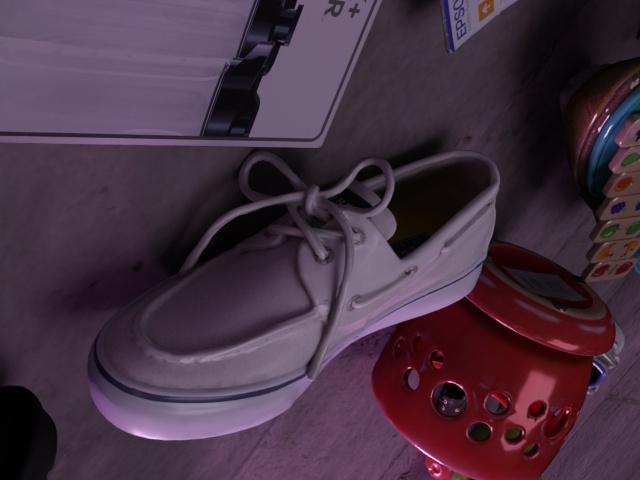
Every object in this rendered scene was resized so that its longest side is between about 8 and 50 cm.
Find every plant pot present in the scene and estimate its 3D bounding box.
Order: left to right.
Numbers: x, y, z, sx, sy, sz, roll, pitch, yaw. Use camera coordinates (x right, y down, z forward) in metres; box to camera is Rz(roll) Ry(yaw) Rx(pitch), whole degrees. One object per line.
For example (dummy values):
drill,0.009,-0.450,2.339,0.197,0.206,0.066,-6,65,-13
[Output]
plant pot,0.165,0.102,0.840,0.191,0.191,0.174,1,120,-46

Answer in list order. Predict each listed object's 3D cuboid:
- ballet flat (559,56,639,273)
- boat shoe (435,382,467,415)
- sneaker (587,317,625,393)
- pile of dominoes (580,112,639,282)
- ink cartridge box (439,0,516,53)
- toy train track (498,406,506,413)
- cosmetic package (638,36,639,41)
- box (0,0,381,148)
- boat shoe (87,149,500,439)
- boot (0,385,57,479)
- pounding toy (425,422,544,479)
ballet flat,0.278,-0.086,0.817,0.116,0.124,0.342,-30,146,11
boat shoe,0.156,0.181,1.034,0.042,0.049,0.133,31,110,-26
sneaker,0.291,0.130,1.042,0.297,0.129,0.111,8,117,-50
pile of dominoes,0.328,-0.042,0.763,0.196,0.040,0.251,-22,145,-10
ink cartridge box,0.141,-0.266,0.569,0.224,0.045,0.223,-36,144,-14
toy train track,0.249,0.202,1.172,0.048,0.014,0.083,-26,147,-36
cosmetic package,0.454,-0.305,0.751,0.197,0.155,0.366,-11,133,-37
box,-0.098,-0.137,0.422,0.290,0.087,0.169,-4,128,-43
boat shoe,0.007,0.004,0.628,0.367,0.136,0.156,-19,137,-36
boot,-0.313,0.124,0.435,0.348,0.131,0.260,-45,128,-37
pounding toy,0.179,0.333,1.129,0.110,0.183,0.237,5,129,-17
